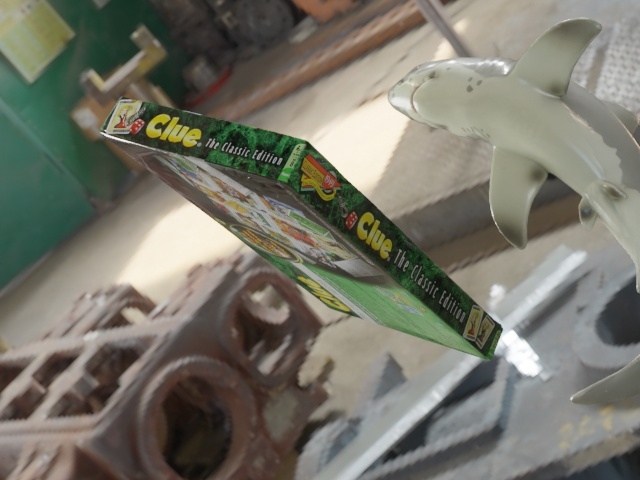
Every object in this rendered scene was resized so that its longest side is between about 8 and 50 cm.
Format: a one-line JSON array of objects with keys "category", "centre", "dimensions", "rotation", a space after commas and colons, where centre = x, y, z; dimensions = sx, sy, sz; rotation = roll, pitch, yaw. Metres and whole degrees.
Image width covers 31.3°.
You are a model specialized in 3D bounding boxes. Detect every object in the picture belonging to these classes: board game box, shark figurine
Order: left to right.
[{"category": "board game box", "centre": [0.000, 0.000, 0.671], "dimensions": [0.136, 0.260, 0.030], "rotation": [14, 74, 35]}, {"category": "shark figurine", "centre": [0.183, -0.036, 0.725], "dimensions": [0.116, 0.278, 0.166], "rotation": [-25, -13, -46]}]
